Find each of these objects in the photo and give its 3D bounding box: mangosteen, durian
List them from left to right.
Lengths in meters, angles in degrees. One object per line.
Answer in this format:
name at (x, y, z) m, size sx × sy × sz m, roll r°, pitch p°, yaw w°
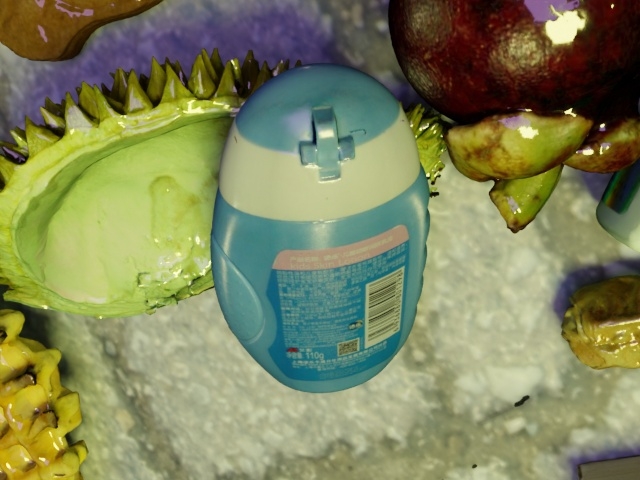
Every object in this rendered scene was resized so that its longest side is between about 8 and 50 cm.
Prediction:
durian at (-0.097, -0.036, 0.567) m, size 0.394 × 0.163 × 0.198 m, roll -11°, pitch 100°, yaw 10°
mangosteen at (0.134, -0.116, 0.463) m, size 0.194 × 0.194 × 0.231 m, roll -2°, pitch 99°, yaw 15°

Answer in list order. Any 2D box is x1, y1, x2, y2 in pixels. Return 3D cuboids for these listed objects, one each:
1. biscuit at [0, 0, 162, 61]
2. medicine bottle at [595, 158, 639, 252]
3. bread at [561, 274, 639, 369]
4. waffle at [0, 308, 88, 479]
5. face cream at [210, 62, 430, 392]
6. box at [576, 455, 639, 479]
biscuit at (-0.215, -0.297, 0.599) m, size 0.257 × 0.049 × 0.273 m, roll -27°, pitch 92°, yaw 18°
medicine bottle at (0.258, -0.096, 0.473) m, size 0.083 × 0.121 × 0.229 m, roll 27°, pitch 106°, yaw 9°
bread at (0.228, 0.056, 0.546) m, size 0.110 × 0.060 × 0.066 m, roll -11°, pitch 85°, yaw 20°
waffle at (-0.337, 0.171, 0.698) m, size 0.329 × 0.062 × 0.329 m, roll 7°, pitch 112°, yaw 18°
face cream at (0.000, 0.000, 0.509) m, size 0.149 × 0.083 × 0.264 m, roll -10°, pitch 138°, yaw -8°
box at (0.299, 0.224, 0.551) m, size 0.199 × 0.081 × 0.135 m, roll -15°, pitch 97°, yaw 19°
